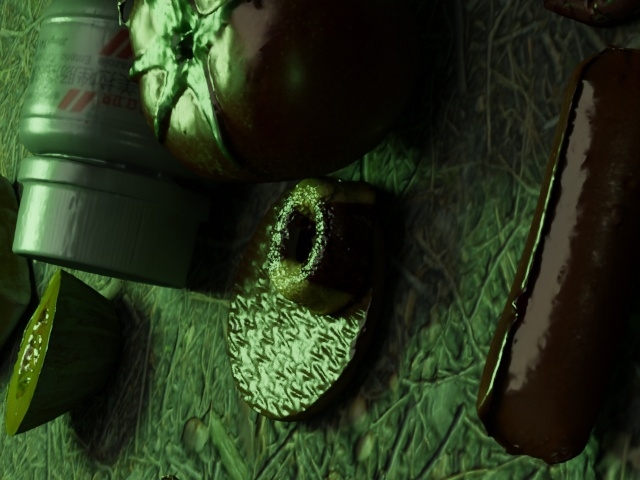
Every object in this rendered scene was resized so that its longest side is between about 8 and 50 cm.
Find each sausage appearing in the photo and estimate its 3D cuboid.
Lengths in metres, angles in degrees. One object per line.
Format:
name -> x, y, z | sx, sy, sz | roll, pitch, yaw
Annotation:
sausage -> 0.206, 0.012, 1.249 | 0.102, 0.102, 0.330 | 15, 89, 58

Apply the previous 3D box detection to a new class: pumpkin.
pumpkin -> -0.319, 0.146, 1.997 | 0.217, 0.110, 0.217 | -168, 90, -70

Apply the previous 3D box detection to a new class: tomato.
tomato -> -0.043, -0.202, 1.565 | 0.303, 0.239, 0.304 | 16, 110, 50

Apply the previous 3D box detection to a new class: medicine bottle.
medicine bottle -> -0.222, -0.113, 1.814 | 0.245, 0.245, 0.306 | 3, 81, 57

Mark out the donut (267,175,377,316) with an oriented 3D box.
donut -> 0.000, 0.000, 1.538 | 0.140, 0.059, 0.140 | -35, 46, 47

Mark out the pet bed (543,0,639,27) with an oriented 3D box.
pet bed -> 0.251, -0.276, 1.345 | 0.201, 0.053, 0.201 | -18, 67, 51

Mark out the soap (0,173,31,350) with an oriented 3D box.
soap -> -0.571, 0.089, 2.344 | 0.335, 0.156, 0.293 | -54, 35, 29

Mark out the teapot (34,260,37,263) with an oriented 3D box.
teapot -> -0.275, -0.065, 2.003 | 0.246, 0.116, 0.159 | -66, 21, 17

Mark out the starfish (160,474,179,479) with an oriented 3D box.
starfish -> -0.168, 0.305, 1.754 | 0.078, 0.028, 0.091 | -9, 72, 61

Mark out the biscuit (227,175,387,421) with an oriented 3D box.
biscuit -> -0.013, 0.059, 1.614 | 0.262, 0.037, 0.262 | -29, 52, 46
